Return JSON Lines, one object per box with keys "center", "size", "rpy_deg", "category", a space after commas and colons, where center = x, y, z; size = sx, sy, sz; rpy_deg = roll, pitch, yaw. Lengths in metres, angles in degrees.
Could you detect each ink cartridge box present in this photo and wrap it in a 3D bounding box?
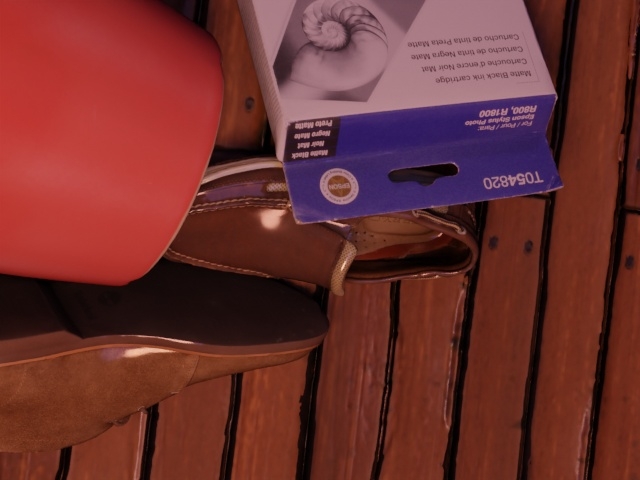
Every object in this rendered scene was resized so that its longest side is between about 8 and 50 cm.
{"center": [0.062, -0.132, 1.229], "size": [0.223, 0.045, 0.224], "rpy_deg": [-8, 66, -16], "category": "ink cartridge box"}

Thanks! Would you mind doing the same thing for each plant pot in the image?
{"center": [-0.216, -0.095, 1.098], "size": [0.243, 0.275, 0.275], "rpy_deg": [19, 85, -26], "category": "plant pot"}

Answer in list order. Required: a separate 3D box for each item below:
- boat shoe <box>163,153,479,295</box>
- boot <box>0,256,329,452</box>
{"center": [0.001, -0.006, 1.218], "size": [0.257, 0.095, 0.095], "rpy_deg": [-4, 129, -16], "category": "boat shoe"}
{"center": [-0.144, 0.087, 1.208], "size": [0.305, 0.112, 0.115], "rpy_deg": [-3, 122, -21], "category": "boot"}
